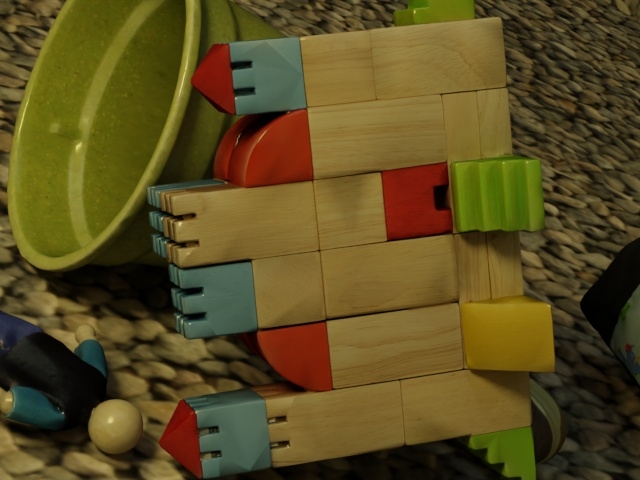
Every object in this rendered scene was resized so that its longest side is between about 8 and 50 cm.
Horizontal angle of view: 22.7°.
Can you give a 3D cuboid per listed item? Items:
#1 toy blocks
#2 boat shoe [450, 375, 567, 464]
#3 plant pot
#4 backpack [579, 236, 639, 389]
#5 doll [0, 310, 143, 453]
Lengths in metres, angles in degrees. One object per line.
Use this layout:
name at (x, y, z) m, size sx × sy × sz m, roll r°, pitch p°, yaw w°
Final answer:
toy blocks at (0.000, 0.000, 1.112) m, size 0.261 × 0.381 × 0.191 m, roll -7°, pitch 8°, yaw -15°
boat shoe at (0.091, 0.101, 1.256) m, size 0.223 × 0.080 × 0.073 m, roll 37°, pitch 24°, yaw 21°
plant pot at (-0.078, -0.076, 1.306) m, size 0.254 × 0.276 × 0.276 m, roll 19°, pitch 23°, yaw -34°
backpack at (0.422, 0.134, 1.297) m, size 0.290 × 0.273 × 0.355 m, roll 17°, pitch 37°, yaw -25°
doll at (-0.199, 0.086, 1.101) m, size 0.189 × 0.046 × 0.129 m, roll 30°, pitch 28°, yaw 18°
